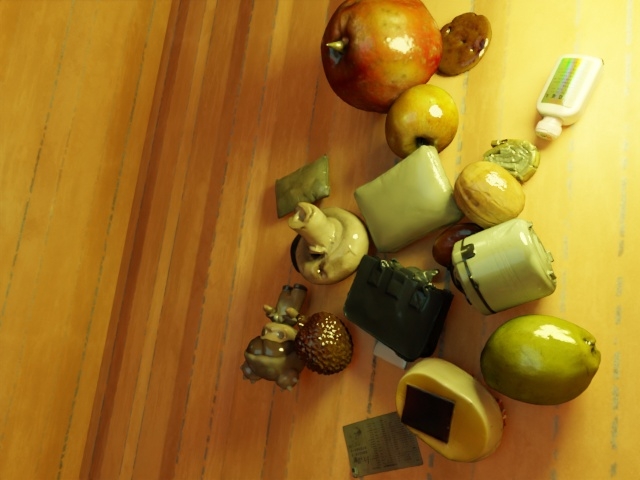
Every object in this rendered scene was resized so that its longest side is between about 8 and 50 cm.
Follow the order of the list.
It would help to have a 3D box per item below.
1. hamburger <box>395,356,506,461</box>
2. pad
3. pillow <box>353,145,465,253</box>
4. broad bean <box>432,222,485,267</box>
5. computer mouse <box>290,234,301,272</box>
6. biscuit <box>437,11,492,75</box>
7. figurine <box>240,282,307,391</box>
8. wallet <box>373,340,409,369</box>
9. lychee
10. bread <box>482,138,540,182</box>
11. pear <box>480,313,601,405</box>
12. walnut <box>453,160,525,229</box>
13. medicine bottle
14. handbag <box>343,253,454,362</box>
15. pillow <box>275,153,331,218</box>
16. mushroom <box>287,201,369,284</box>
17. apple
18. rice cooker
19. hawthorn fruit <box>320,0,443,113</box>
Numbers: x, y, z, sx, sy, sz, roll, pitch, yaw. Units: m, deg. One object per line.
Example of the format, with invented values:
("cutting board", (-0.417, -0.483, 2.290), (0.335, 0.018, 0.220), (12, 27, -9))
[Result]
("hamburger", (0.343, 0.455, 1.224), (0.295, 0.151, 0.227), (30, 105, 34))
("pad", (0.183, 0.632, 1.407), (0.265, 0.009, 0.159), (-30, 60, 32))
("pillow", (0.267, -0.116, 1.424), (0.322, 0.120, 0.255), (-29, 79, 41))
("broad bean", (0.403, 0.013, 1.327), (0.114, 0.084, 0.165), (49, 116, 23))
("computer mouse", (-0.075, 0.047, 1.751), (0.099, 0.057, 0.172), (-13, 74, 36))
("biscuit", (0.456, -0.643, 1.482), (0.212, 0.036, 0.212), (-13, 70, 40))
("figurine", (-0.144, 0.346, 1.656), (0.248, 0.203, 0.380), (4, 67, 27))
("wallet", (0.227, 0.357, 1.430), (0.122, 0.025, 0.061), (19, 85, 43))
("lychee", (0.002, 0.336, 1.516), (0.238, 0.200, 0.200), (41, 108, 10))
("bread", (0.537, -0.227, 1.286), (0.156, 0.064, 0.117), (13, 86, 41))
("pear", (0.513, 0.282, 1.080), (0.269, 0.212, 0.212), (-28, 62, 38))
("walnut", (0.459, -0.123, 1.245), (0.197, 0.165, 0.165), (44, 112, 3))
("medicine bottle", (0.652, -0.381, 1.215), (0.115, 0.078, 0.219), (29, 99, 39))
("handbag", (0.241, 0.184, 1.403), (0.326, 0.118, 0.269), (29, 105, 41))
("pillow", (-0.073, -0.213, 1.806), (0.302, 0.075, 0.184), (-21, 64, 39))
("mushroom", (0.000, 0.000, 1.536), (0.292, 0.290, 0.292), (-24, 52, 34))
("apple", (0.315, -0.371, 1.423), (0.237, 0.237, 0.207), (-25, 48, 34))
("rice cooker", (0.463, 0.071, 1.172), (0.244, 0.226, 0.226), (-29, 61, 27))
("hawthorn fruit", (0.169, -0.612, 1.480), (0.403, 0.403, 0.402), (-12, 71, 39))
